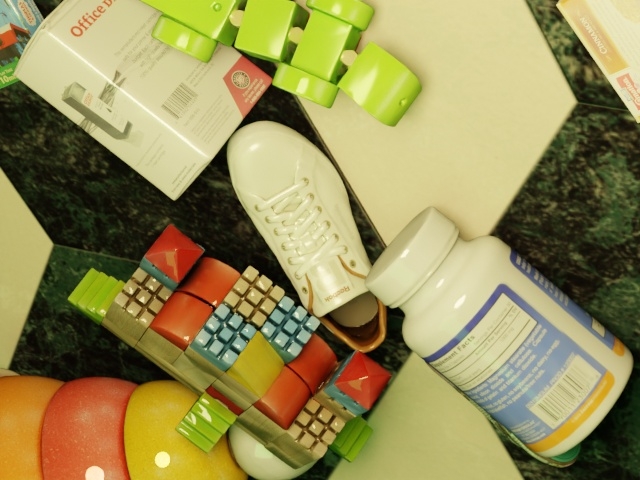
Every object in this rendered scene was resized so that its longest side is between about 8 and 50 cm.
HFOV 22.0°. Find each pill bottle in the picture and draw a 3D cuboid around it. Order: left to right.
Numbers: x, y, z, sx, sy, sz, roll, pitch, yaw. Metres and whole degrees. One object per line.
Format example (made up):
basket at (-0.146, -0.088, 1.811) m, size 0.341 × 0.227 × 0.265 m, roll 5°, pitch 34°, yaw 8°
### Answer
pill bottle at (0.184, 0.091, 1.747) m, size 0.272 × 0.152 × 0.152 m, roll 40°, pitch 135°, yaw -6°

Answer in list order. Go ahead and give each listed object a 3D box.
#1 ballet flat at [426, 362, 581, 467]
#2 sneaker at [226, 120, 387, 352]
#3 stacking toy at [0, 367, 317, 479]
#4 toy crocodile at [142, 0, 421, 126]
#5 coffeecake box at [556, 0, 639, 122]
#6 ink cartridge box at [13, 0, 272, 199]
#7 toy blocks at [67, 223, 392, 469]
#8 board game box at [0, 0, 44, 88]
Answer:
ballet flat at (0.201, 0.175, 1.873) m, size 0.221 × 0.077 × 0.079 m, roll 42°, pitch 153°, yaw -2°
sneaker at (0.000, 0.000, 1.775) m, size 0.106 × 0.123 × 0.290 m, roll -31°, pitch 119°, yaw 5°
stacking toy at (-0.209, 0.289, 2.081) m, size 0.480 × 0.350 × 0.350 m, roll -15°, pitch 120°, yaw 16°
toy crocodile at (-0.057, -0.216, 1.663) m, size 0.341 × 0.105 × 0.115 m, roll 23°, pitch 93°, yaw 11°
coffeecake box at (0.330, -0.207, 1.476) m, size 0.185 × 0.068 × 0.142 m, roll -23°, pitch 113°, yaw 40°
ink cartridge box at (-0.185, -0.172, 1.722) m, size 0.218 × 0.158 × 0.092 m, roll 40°, pitch 135°, yaw -6°
toy blocks at (-0.088, 0.116, 1.819) m, size 0.381 × 0.190 × 0.261 m, roll 37°, pitch 161°, yaw -2°
board game box at (-0.397, -0.267, 1.829) m, size 0.160 × 0.039 × 0.211 m, roll -17°, pitch 109°, yaw 37°
